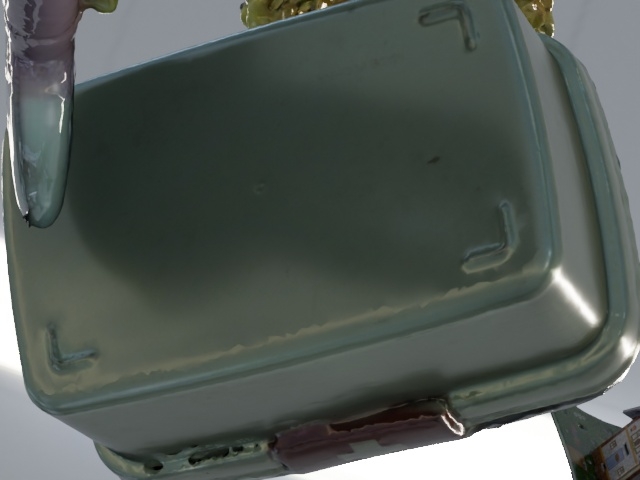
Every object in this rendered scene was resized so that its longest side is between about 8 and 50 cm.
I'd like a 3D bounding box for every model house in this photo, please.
[{"bbox_3d":[0.224,0.151,1.253,0.088,0.117,0.167,-42,-146,28],"label":"model house"}]

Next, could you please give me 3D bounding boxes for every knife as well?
[{"bbox_3d":[-0.061,-0.111,0.482,0.038,0.398,0.132,-2,-106,-8],"label":"knife"}]

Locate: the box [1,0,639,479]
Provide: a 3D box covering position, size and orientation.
[{"bbox_3d":[0.000,0.000,0.698,0.210,0.129,0.148,-15,-112,15],"label":"box"}]

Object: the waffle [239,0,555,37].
[{"bbox_3d":[0.051,-0.112,1.318,0.058,0.243,0.237,-120,-140,-49],"label":"waffle"}]
